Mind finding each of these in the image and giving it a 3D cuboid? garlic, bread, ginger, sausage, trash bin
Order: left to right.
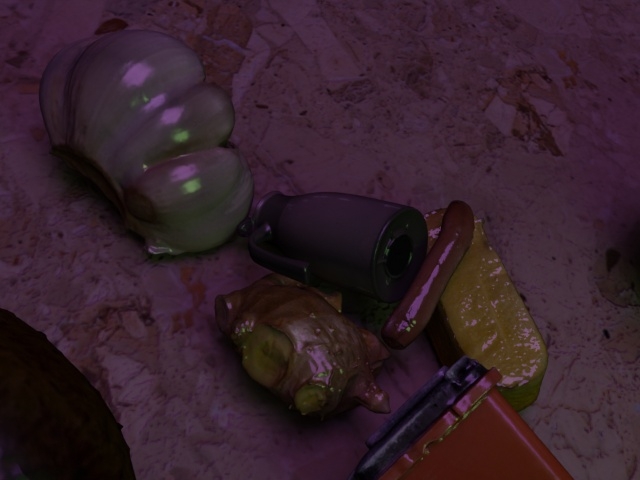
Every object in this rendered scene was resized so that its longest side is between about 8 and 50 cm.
[{"bbox_3d":[-0.183,-0.138,1.025,0.281,0.184,0.203,37,47,16],"label":"garlic"},{"bbox_3d":[-0.012,0.112,0.920,0.216,0.102,0.157,39,24,26],"label":"ginger"},{"bbox_3d":[0.120,0.035,0.953,0.043,0.043,0.186,28,67,9],"label":"sausage"},{"bbox_3d":[0.165,0.079,0.995,0.102,0.094,0.245,-14,55,-12],"label":"bread"},{"bbox_3d":[0.148,0.246,0.810,0.184,0.161,0.238,-42,76,-3],"label":"trash bin"}]

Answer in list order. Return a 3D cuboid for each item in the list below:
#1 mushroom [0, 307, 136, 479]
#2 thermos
[{"bbox_3d":[-0.312,0.195,0.615,0.356,0.334,0.330,14,78,-51],"label":"mushroom"},{"bbox_3d":[0.000,0.000,0.984,0.193,0.105,0.137,18,38,34],"label":"thermos"}]
